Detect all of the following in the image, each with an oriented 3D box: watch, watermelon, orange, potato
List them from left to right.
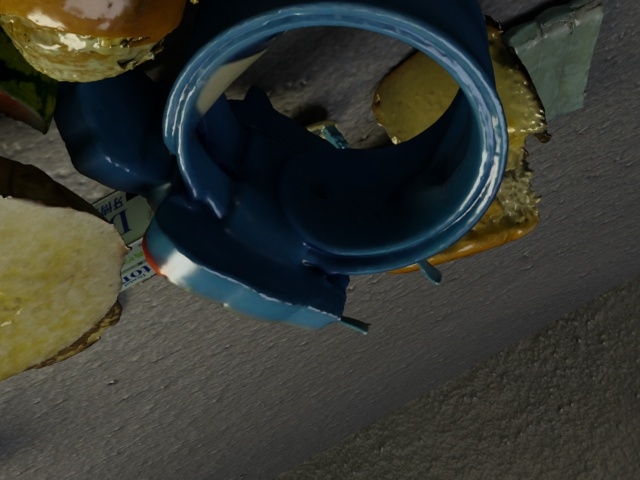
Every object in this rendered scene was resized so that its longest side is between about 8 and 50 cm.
[{"bbox_3d":[-0.286,0.020,0.551,0.299,0.116,0.239,-23,156,-26],"label":"potato"},{"bbox_3d":[-0.216,-0.114,0.502,0.163,0.069,0.087,22,115,-41],"label":"watermelon"},{"bbox_3d":[-0.127,-0.162,0.446,0.156,0.134,0.156,-154,-90,-89],"label":"orange"},{"bbox_3d":[-0.026,-0.109,0.615,0.305,0.241,0.274,32,128,-27],"label":"watch"}]

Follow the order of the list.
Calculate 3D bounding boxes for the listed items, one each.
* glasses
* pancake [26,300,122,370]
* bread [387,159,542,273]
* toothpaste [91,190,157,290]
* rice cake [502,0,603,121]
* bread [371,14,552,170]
[{"bbox_3d":[0.012,-0.014,0.887,0.190,0.220,0.088,-42,-169,37],"label":"glasses"},{"bbox_3d":[-0.328,0.108,0.989,0.199,0.021,0.199,-23,158,-10],"label":"pancake"},{"bbox_3d":[0.128,-0.042,0.975,0.246,0.121,0.174,-19,-162,-28],"label":"bread"},{"bbox_3d":[-0.279,0.046,0.842,0.337,0.067,0.081,-29,158,5],"label":"toothpaste"},{"bbox_3d":[0.254,-0.193,0.939,0.124,0.038,0.211,-25,158,-4],"label":"rice cake"},{"bbox_3d":[0.172,-0.139,0.831,0.169,0.140,0.160,-16,167,-35],"label":"bread"}]
